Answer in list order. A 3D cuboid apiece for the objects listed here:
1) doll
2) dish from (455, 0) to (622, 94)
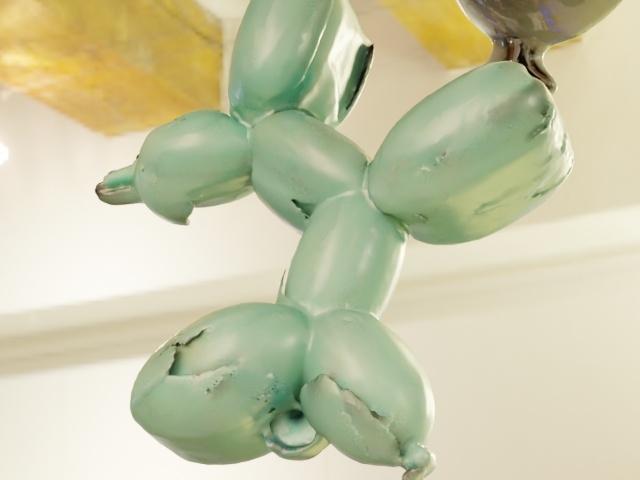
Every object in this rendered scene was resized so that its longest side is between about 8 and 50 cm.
[{"bbox_3d":[0.000,0.000,0.441,0.158,0.159,0.059,-46,-31,-5],"label":"doll"},{"bbox_3d":[0.161,-0.243,1.113,0.224,0.246,0.078,12,-1,39],"label":"dish"}]
